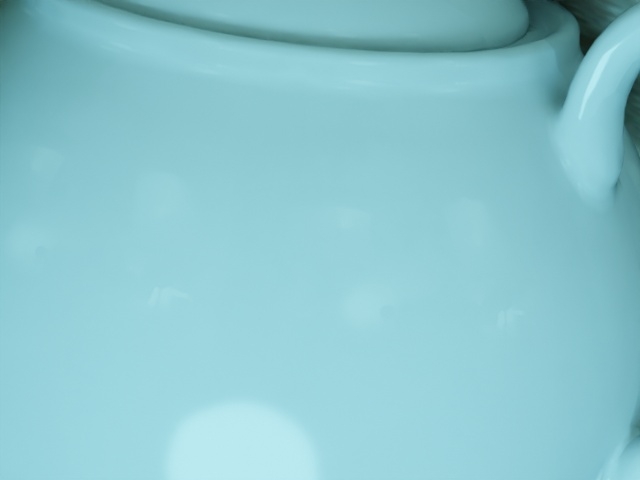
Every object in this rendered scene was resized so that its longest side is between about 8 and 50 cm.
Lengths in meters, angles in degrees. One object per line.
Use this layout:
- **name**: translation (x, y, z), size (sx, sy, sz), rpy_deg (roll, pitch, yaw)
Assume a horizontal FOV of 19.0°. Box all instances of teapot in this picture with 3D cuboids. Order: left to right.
- **teapot**: translation (-0.007, -0.020, 0.541), size (0.256, 0.187, 0.252), rpy_deg (4, -160, -14)
